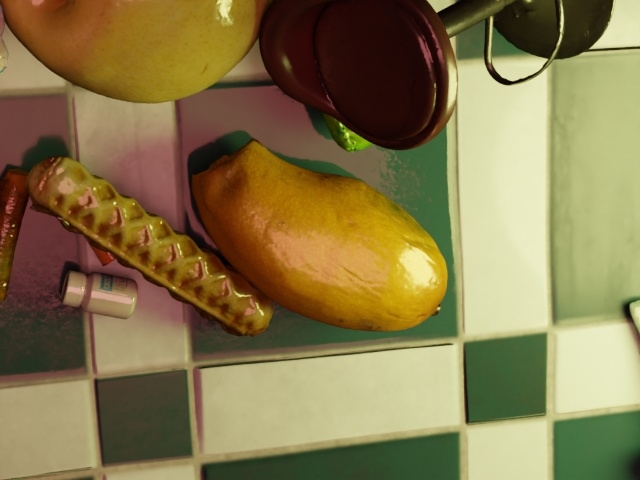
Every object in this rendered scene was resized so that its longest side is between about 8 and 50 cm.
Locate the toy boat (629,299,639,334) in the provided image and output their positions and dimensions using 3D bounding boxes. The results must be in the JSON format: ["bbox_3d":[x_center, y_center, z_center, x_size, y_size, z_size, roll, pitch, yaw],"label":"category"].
[{"bbox_3d":[0.519,0.200,2.073,0.206,0.096,0.282,-23,94,-14],"label":"toy boat"}]

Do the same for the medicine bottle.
[{"bbox_3d":[-0.278,0.067,1.857,0.089,0.052,0.052,12,99,-15],"label":"medicine bottle"}]

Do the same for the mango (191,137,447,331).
[{"bbox_3d":[-0.003,0.003,1.866,0.359,0.144,0.187,22,80,-10],"label":"mango"}]

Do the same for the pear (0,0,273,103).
[{"bbox_3d":[-0.209,-0.300,1.660,0.309,0.309,0.309,-3,102,-13],"label":"pear"}]

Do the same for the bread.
[{"bbox_3d":[-0.205,0.012,1.829,0.367,0.077,0.084,36,113,-24],"label":"bread"}]

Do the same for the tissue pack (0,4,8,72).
[{"bbox_3d":[-0.482,-0.252,1.627,0.137,0.269,0.209,-32,108,-43],"label":"tissue pack"}]

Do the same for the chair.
[{"bbox_3d":[0.139,-0.250,1.714,0.401,0.226,0.227,-30,110,-37],"label":"chair"}]

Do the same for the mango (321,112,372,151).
[{"bbox_3d":[0.044,-0.200,1.852,0.119,0.100,0.178,-5,107,-22],"label":"mango"}]

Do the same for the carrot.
[{"bbox_3d":[-0.389,-0.004,1.825,0.042,0.042,0.171,9,102,-15],"label":"carrot"}]

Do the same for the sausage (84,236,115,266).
[{"bbox_3d":[-0.287,-0.020,1.849,0.031,0.031,0.107,-31,107,-5],"label":"sausage"}]
